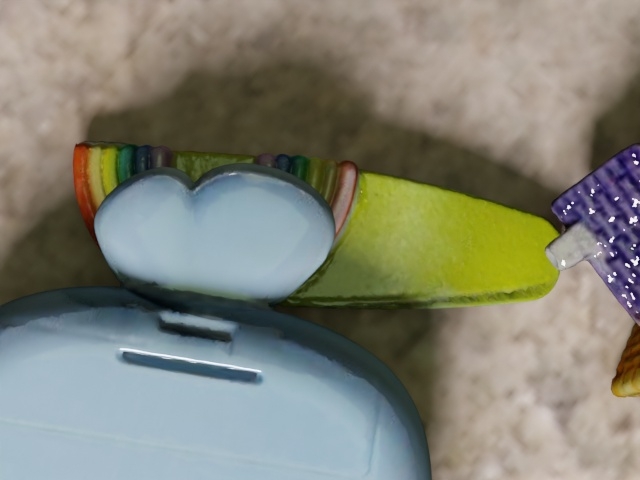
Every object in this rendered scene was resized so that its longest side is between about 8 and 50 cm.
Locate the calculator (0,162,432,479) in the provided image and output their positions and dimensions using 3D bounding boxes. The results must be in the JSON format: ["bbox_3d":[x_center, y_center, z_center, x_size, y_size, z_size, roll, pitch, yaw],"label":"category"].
[{"bbox_3d":[-0.058,0.121,0.588,0.188,0.042,0.302,8,92,-1],"label":"calculator"}]

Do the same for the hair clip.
[{"bbox_3d":[0.000,0.000,0.625,0.188,0.033,0.060,6,87,-6],"label":"hair clip"}]

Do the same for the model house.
[{"bbox_3d":[0.141,0.003,0.615,0.100,0.088,0.100,-34,86,-10],"label":"model house"}]
